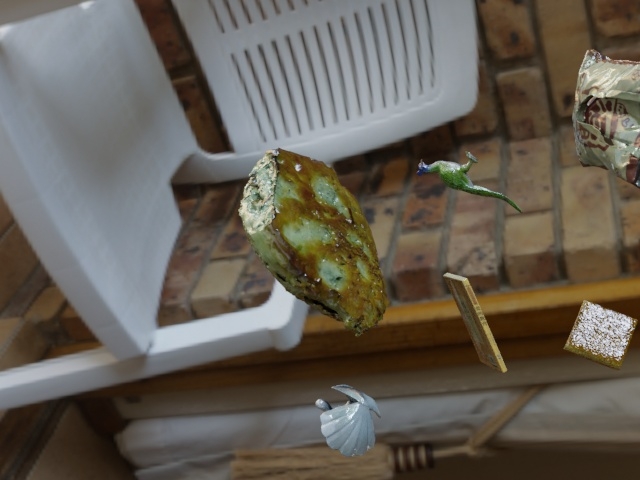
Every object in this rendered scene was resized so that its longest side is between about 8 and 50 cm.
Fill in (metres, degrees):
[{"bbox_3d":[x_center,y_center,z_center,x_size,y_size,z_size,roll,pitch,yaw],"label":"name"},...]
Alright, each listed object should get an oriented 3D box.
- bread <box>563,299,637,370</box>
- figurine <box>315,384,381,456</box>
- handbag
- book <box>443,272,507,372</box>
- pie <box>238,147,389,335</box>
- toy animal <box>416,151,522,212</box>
[{"bbox_3d":[0.465,0.158,1.480,0.035,0.094,0.090,72,41,-67],"label":"bread"},{"bbox_3d":[0.034,0.243,1.208,0.086,0.094,0.082,-60,-171,-9],"label":"figurine"},{"bbox_3d":[0.499,-0.209,1.508,0.235,0.127,0.213,-119,-150,-73],"label":"handbag"},{"bbox_3d":[0.263,0.139,1.522,0.118,0.012,0.172,-166,-129,-81],"label":"book"},{"bbox_3d":[0.000,0.000,1.463,0.288,0.103,0.355,38,31,-32],"label":"pie"},{"bbox_3d":[0.295,-0.122,1.699,0.041,0.216,0.075,-56,166,-69],"label":"toy animal"}]
